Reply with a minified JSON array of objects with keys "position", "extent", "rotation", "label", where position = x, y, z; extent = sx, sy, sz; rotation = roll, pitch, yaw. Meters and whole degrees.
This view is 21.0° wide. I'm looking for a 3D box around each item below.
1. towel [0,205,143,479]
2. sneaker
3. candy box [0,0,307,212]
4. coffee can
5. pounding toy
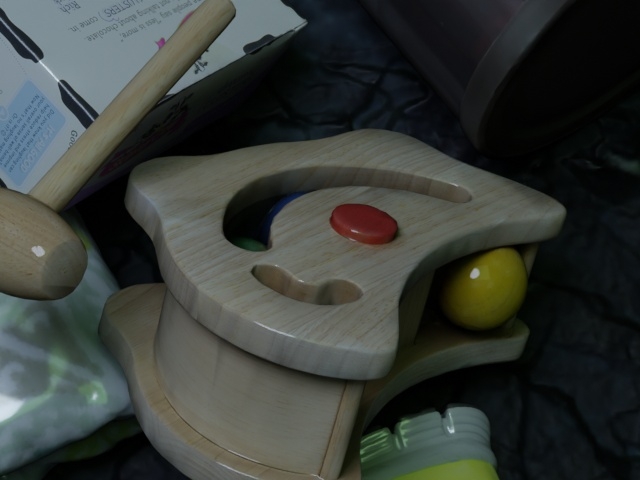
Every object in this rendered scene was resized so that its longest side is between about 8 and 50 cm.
[{"position":[-0.301,0.020,0.763],"extent":[0.374,0.090,0.320],"rotation":[-26,74,-14],"label":"towel"},{"position":[-0.008,0.143,0.733],"extent":[0.208,0.081,0.094],"rotation":[-19,72,-12],"label":"sneaker"},{"position":[-0.128,-0.123,0.787],"extent":[0.196,0.070,0.165],"rotation":[47,38,6],"label":"candy box"},{"position":[0.068,-0.205,0.818],"extent":[0.201,0.201,0.275],"rotation":[-34,73,-16],"label":"coffee can"},{"position":[0.000,0.000,0.688],"extent":[0.269,0.155,0.154],"rotation":[-11,36,-42],"label":"pounding toy"}]
